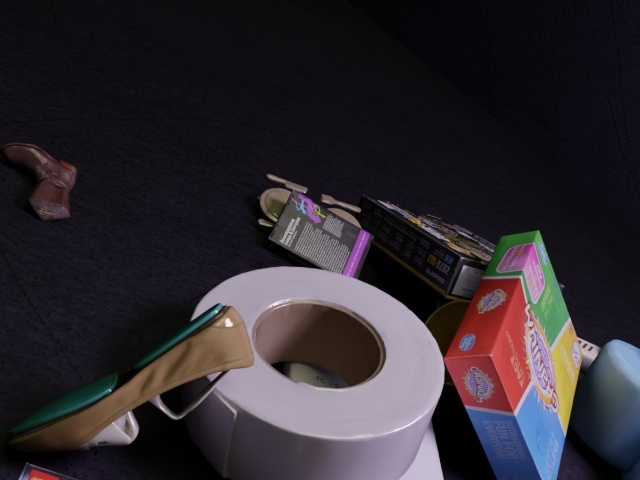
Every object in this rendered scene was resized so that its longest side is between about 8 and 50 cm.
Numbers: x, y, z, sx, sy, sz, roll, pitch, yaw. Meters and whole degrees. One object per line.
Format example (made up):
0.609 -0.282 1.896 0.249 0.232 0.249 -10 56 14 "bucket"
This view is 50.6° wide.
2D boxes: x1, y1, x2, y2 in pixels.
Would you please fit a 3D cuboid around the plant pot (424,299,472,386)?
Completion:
0.233 0.172 1.054 0.095 0.134 0.134 33 22 -38 "plant pot"

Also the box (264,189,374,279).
0.000 0.000 1.130 0.162 0.029 0.116 31 53 -8 "box"

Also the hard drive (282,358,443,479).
0.050 0.246 0.812 0.210 0.040 0.318 25 28 -15 "hard drive"

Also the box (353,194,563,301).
0.240 0.027 1.240 0.257 0.079 0.322 13 15 -32 "box"

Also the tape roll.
-0.012 0.148 0.758 0.286 0.100 0.286 10 31 -6 "tape roll"

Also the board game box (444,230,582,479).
0.290 0.166 0.969 0.316 0.064 0.242 -49 120 -50 "board game box"

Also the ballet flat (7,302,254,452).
-0.165 0.143 0.613 0.073 0.232 0.080 60 -5 -7 "ballet flat"

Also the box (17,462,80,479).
-0.164 0.268 0.551 0.207 0.036 0.114 25 28 -16 "box"

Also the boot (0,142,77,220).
-0.378 -0.076 0.894 0.106 0.037 0.114 18 35 -23 "boot"

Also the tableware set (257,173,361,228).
-0.020 -0.032 1.196 0.194 0.039 0.128 19 45 -14 "tableware set"

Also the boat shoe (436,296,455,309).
0.276 0.164 1.159 0.081 0.068 0.227 13 33 -34 "boat shoe"

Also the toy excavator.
0.497 0.229 1.170 0.445 0.222 0.433 28 25 8 "toy excavator"
